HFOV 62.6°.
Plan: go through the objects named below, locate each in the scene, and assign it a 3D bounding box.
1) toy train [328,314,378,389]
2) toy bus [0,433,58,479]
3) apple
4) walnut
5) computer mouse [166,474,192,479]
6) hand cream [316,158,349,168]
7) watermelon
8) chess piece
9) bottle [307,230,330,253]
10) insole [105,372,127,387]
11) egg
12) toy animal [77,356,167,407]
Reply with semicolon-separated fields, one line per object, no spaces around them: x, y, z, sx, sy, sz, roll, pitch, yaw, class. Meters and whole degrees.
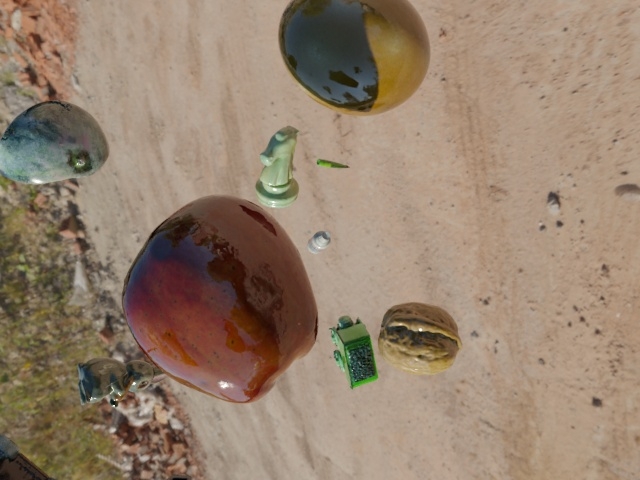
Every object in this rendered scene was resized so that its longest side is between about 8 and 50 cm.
0.120;0.390;1.842;0.188;0.132;0.243;-125;21;-65;toy train
-0.435;0.357;0.733;0.201;0.098;0.114;50;139;-15;toy bus
-0.182;0.113;0.987;0.365;0.295;0.329;47;125;8;apple
0.309;0.301;1.628;0.257;0.225;0.257;10;143;8;walnut
-0.128;0.335;0.497;0.120;0.057;0.232;0;105;5;computer mouse
0.042;-0.254;1.762;0.036;0.122;0.023;17;101;53;hand cream
-0.776;-0.288;1.567;0.175;0.322;0.188;33;141;22;watermelon
-0.157;-0.277;1.958;0.176;0.175;0.298;40;142;28;chess piece
0.000;0.000;1.663;0.060;0.060;0.217;62;167;4;bottle
-0.375;0.257;0.961;0.002;0.045;0.135;56;148;0;insole
0.069;-0.426;1.162;0.351;0.282;0.283;31;133;15;egg
-0.542;0.381;1.482;0.125;0.251;0.127;21;114;53;toy animal
